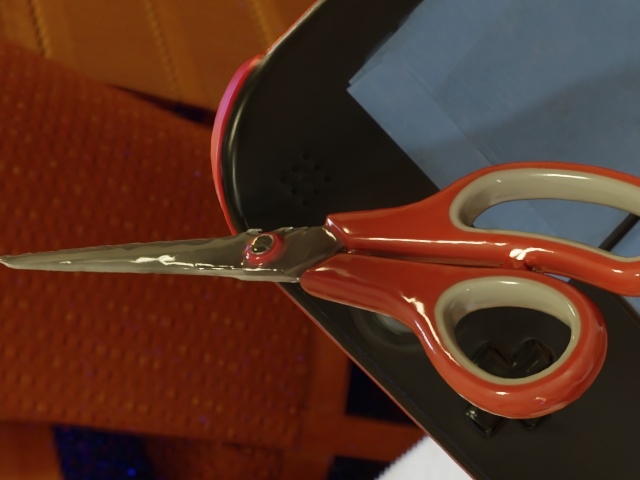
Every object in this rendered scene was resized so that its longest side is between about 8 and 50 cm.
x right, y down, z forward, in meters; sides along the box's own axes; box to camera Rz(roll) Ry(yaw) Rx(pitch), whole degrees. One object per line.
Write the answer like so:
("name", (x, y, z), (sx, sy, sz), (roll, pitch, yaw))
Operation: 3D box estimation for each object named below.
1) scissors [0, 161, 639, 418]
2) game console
("scissors", (0.000, 0.000, 0.627), (0.297, 0.021, 0.109), (11, 58, 37))
("game console", (0.174, -0.057, 0.740), (0.386, 0.342, 0.060), (-46, 15, -5))
